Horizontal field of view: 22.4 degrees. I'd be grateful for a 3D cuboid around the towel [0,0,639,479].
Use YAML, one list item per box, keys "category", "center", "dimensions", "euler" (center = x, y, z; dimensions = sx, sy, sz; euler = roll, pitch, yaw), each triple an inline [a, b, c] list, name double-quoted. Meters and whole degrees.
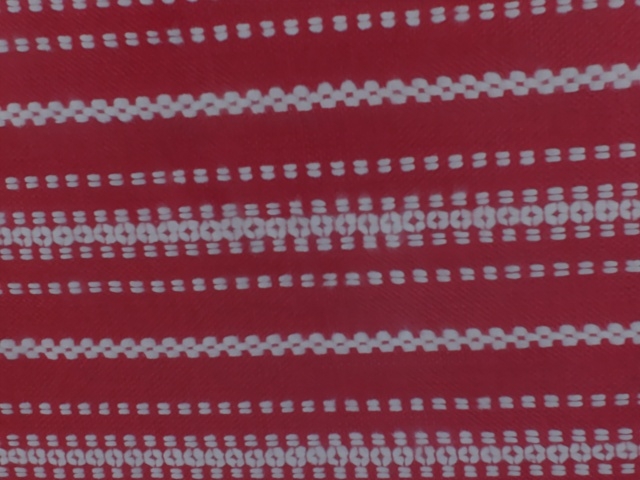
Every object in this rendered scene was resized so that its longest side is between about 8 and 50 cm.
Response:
- category: "towel"
  center: [0.000, 0.000, 0.375]
  dimensions: [0.031, 0.198, 0.275]
  euler: [-64, -32, -63]
